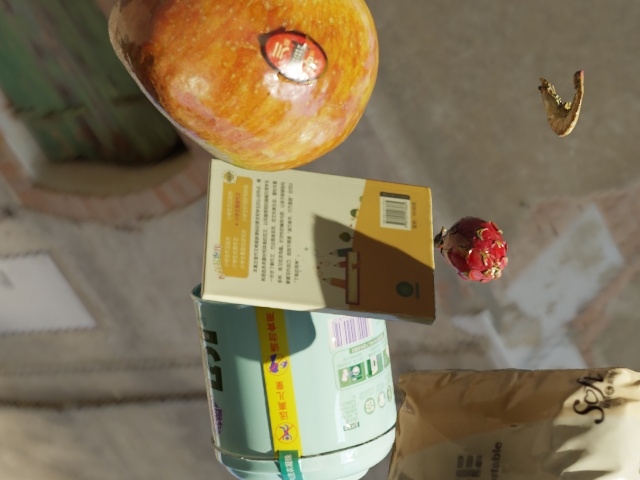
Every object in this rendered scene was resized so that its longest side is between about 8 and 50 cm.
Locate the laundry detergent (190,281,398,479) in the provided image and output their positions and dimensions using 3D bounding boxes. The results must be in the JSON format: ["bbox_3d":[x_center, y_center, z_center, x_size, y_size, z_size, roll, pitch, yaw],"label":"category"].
[{"bbox_3d":[-0.032,0.203,2.241,0.287,0.305,0.287,-7,-170,1],"label":"laundry detergent"}]

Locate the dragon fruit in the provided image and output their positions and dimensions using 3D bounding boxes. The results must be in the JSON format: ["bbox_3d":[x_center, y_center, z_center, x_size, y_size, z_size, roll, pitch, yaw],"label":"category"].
[{"bbox_3d":[0.211,0.003,2.234,0.094,0.094,0.190,-36,-154,-10],"label":"dragon fruit"}]

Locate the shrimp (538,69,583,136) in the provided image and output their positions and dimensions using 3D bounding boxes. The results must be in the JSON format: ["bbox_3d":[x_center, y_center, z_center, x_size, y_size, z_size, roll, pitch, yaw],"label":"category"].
[{"bbox_3d":[0.302,-0.184,1.873,0.114,0.023,0.083,-105,-148,-47],"label":"shrimp"}]

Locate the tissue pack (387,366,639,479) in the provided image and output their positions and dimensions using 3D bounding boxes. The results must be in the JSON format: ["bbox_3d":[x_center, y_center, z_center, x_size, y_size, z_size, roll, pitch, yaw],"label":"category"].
[{"bbox_3d":[0.232,0.327,1.776,0.390,0.195,0.376,-11,-122,38],"label":"tissue pack"}]

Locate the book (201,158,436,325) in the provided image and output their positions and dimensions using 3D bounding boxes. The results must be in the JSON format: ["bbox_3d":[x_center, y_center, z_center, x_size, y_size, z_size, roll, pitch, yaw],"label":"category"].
[{"bbox_3d":[0.000,0.000,1.910,0.295,0.020,0.208,7,-124,-9],"label":"book"}]

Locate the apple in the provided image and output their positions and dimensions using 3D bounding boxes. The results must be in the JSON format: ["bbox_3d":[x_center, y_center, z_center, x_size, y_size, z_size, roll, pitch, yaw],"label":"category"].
[{"bbox_3d":[-0.078,-0.231,1.738,0.250,0.309,0.277,-44,-130,13],"label":"apple"}]
